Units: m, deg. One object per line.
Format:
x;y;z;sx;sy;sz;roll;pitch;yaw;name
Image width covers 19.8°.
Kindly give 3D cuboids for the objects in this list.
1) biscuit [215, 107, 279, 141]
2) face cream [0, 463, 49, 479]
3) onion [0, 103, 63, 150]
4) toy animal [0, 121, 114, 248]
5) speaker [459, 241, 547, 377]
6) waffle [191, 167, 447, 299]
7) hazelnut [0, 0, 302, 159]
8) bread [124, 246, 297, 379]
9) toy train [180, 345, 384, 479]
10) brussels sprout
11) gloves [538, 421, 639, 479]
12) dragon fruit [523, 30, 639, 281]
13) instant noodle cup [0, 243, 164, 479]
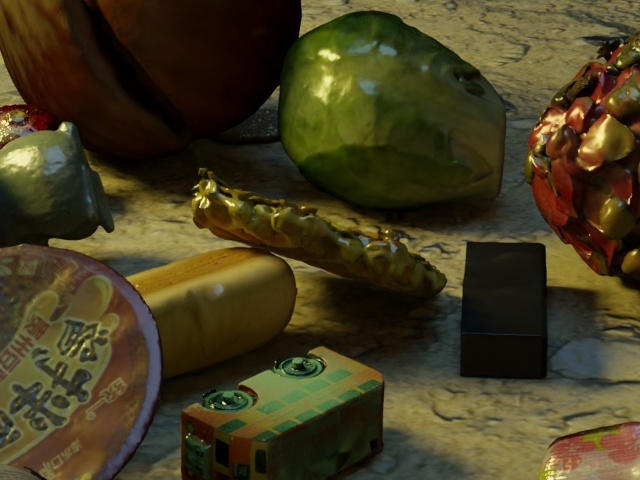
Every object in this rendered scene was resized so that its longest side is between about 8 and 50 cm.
-0.087;-0.145;2.283;0.120;0.015;0.120;-2;21;1;biscuit
-0.186;0.236;1.092;0.177;0.177;0.153;-16;26;-34;face cream
-0.331;-0.090;2.020;0.131;0.131;0.131;-1;21;0;onion
-0.341;-0.020;1.851;0.251;0.125;0.127;-18;51;5;toy animal
0.172;0.062;1.706;0.082;0.044;0.218;1;22;5;speaker
-0.001;0.002;1.718;0.254;0.052;0.245;18;-4;12;waffle
-0.214;-0.262;2.119;0.359;0.359;0.409;-8;5;-17;hazelnut
-0.160;0.081;1.604;0.305;0.091;0.142;-16;21;-34;bread
-0.024;0.146;1.460;0.099;0.072;0.188;18;28;41;toy train
0.081;-0.136;2.006;0.271;0.210;0.219;18;4;14;brussels sprout
0.196;0.230;1.190;0.145;0.126;0.241;5;50;3;gloves
0.336;-0.070;1.779;0.269;0.250;0.291;33;29;25;dragon fruit
-0.242;0.137;1.401;0.274;0.091;0.274;-6;53;7;instant noodle cup
